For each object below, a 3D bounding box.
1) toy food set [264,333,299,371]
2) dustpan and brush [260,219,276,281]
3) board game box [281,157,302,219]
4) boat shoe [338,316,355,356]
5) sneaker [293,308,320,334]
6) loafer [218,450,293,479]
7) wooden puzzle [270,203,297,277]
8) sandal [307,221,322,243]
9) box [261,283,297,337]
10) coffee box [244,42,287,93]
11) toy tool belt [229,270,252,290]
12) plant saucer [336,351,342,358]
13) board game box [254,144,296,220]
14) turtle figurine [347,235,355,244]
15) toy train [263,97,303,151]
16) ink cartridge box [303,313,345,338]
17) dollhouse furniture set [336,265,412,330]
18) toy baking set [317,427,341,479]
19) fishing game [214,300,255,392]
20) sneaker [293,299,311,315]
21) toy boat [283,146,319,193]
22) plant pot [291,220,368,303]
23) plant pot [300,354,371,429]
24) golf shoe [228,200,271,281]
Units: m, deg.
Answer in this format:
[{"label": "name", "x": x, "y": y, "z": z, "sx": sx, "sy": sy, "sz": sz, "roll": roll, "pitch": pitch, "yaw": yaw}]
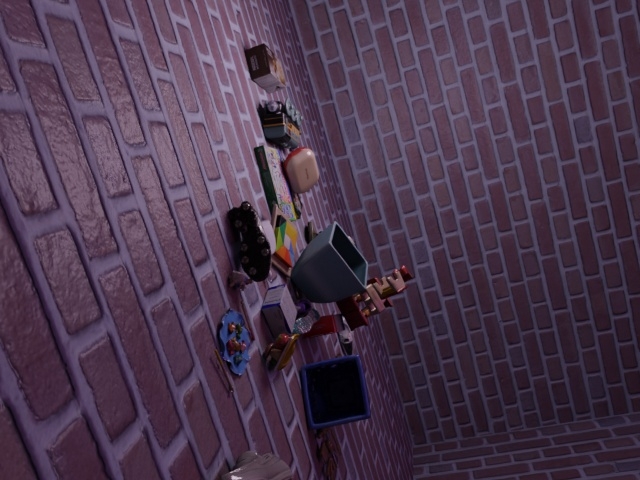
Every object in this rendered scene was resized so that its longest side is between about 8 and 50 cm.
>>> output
[{"label": "toy food set", "x": -0.131, "y": 0.348, "z": 1.662, "sx": 0.128, "sy": 0.071, "sz": 0.218, "roll": -64, "pitch": 170, "yaw": -7}, {"label": "dustpan and brush", "x": -0.197, "y": 0.041, "z": 1.794, "sx": 0.147, "sy": 0.060, "sz": 0.211, "roll": -19, "pitch": 84, "yaw": -62}, {"label": "board game box", "x": -0.142, "y": -0.238, "z": 2.375, "sx": 0.136, "sy": 0.030, "sz": 0.259, "roll": -79, "pitch": 152, "yaw": -57}, {"label": "boat shoe", "x": 0.139, "y": 0.500, "z": 2.642, "sx": 0.076, "sy": 0.083, "sz": 0.226, "roll": -82, "pitch": 155, "yaw": -61}, {"label": "sneaker", "x": -0.068, "y": 0.331, "z": 2.006, "sx": 0.065, "sy": 0.076, "sz": 0.166, "roll": 54, "pitch": 36, "yaw": 8}, {"label": "loafer", "x": -0.174, "y": 0.574, "z": 1.246, "sx": 0.111, "sy": 0.112, "sz": 0.319, "roll": 42, "pitch": -2, "yaw": 26}, {"label": "wooden puzzle", "x": -0.141, "y": 0.005, "z": 1.986, "sx": 0.238, "sy": 0.044, "sz": 0.221, "roll": 55, "pitch": 37, "yaw": -59}, {"label": "sandal", "x": 0.000, "y": -0.001, "z": 2.586, "sx": 0.303, "sy": 0.086, "sz": 0.120, "roll": 58, "pitch": 22, "yaw": -53}, {"label": "box", "x": -0.140, "y": 0.241, "z": 1.770, "sx": 0.137, "sy": 0.072, "sz": 0.126, "roll": -79, "pitch": 152, "yaw": -63}, {"label": "coffee box", "x": -0.247, "y": -0.786, "z": 2.361, "sx": 0.246, "sy": 0.098, "sz": 0.141, "roll": -3, "pitch": 78, "yaw": -77}, {"label": "toy tool belt", "x": -0.243, "y": 0.128, "z": 1.536, "sx": 0.051, "sy": 0.052, "sz": 0.083, "roll": -67, "pitch": 151, "yaw": -16}, {"label": "plant saucer", "x": 0.092, "y": 0.588, "z": 2.500, "sx": 0.083, "sy": 0.015, "sz": 0.083, "roll": -15, "pitch": 90, "yaw": -76}, {"label": "board game box", "x": -0.185, "y": -0.230, "z": 2.149, "sx": 0.213, "sy": 0.046, "sz": 0.317, "roll": -18, "pitch": 94, "yaw": -76}, {"label": "turtle figurine", "x": 0.075, "y": 0.121, "z": 2.473, "sx": 0.266, "sy": 0.275, "sz": 0.198, "roll": -56, "pitch": 179, "yaw": -40}, {"label": "toy train", "x": -0.170, "y": -0.526, "z": 2.358, "sx": 0.334, "sy": 0.142, "sz": 0.190, "roll": 16, "pitch": 73, "yaw": -77}, {"label": "ink cartridge box", "x": 0.010, "y": 0.356, "z": 2.138, "sx": 0.231, "sy": 0.134, "sz": 0.078, "roll": 26, "pitch": 51, "yaw": -74}, {"label": "dollhouse furniture set", "x": 0.259, "y": 0.234, "z": 2.145, "sx": 0.201, "sy": 0.374, "sz": 0.152, "roll": -28, "pitch": 88, "yaw": -40}, {"label": "toy baking set", "x": 0.032, "y": 0.811, "z": 1.992, "sx": 0.256, "sy": 0.030, "sz": 0.196, "roll": -5, "pitch": 84, "yaw": -77}, {"label": "fishing game", "x": -0.228, "y": 0.280, "z": 1.436, "sx": 0.264, "sy": 0.041, "sz": 0.189, "roll": -67, "pitch": 144, "yaw": -69}, {"label": "sneaker", "x": -0.064, "y": 0.270, "z": 2.064, "sx": 0.170, "sy": 0.071, "sz": 0.068, "roll": 0, "pitch": 76, "yaw": -77}, {"label": "toy boat", "x": -0.106, "y": -0.323, "z": 2.300, "sx": 0.151, "sy": 0.151, "sz": 0.231, "roll": 40, "pitch": -23, "yaw": 36}, {"label": "plant pot", "x": 0.024, "y": 0.119, "z": 2.137, "sx": 0.247, "sy": 0.252, "sz": 0.248, "roll": 51, "pitch": 20, "yaw": -14}, {"label": "plant pot", "x": 0.071, "y": 0.581, "z": 1.961, "sx": 0.212, "sy": 0.236, "sz": 0.236, "roll": 58, "pitch": 21, "yaw": -68}, {"label": "golf shoe", "x": -0.203, "y": 0.007, "z": 1.636, "sx": 0.120, "sy": 0.105, "sz": 0.272, "roll": 49, "pitch": 24, "yaw": -67}]
